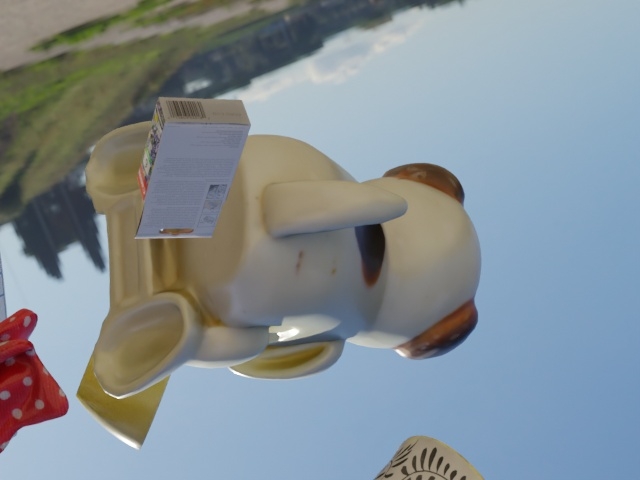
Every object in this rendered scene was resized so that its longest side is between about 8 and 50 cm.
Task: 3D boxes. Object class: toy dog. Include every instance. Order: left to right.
[{"bbox_3d":[0.000,0.000,1.356,0.408,0.284,0.395,9,150,-44],"label":"toy dog"}]

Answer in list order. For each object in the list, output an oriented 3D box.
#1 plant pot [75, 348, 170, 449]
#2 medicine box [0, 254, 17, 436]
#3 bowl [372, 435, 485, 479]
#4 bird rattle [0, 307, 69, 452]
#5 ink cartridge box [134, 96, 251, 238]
[{"bbox_3d":[-0.237,0.172,1.494,0.095,0.134,0.134,22,-172,-6],"label":"plant pot"},{"bbox_3d":[-0.503,0.149,1.605,0.149,0.289,0.263,-5,-176,-1],"label":"medicine box"},{"bbox_3d":[0.067,0.227,0.852,0.080,0.170,0.170,-20,-171,-26],"label":"bowl"},{"bbox_3d":[-0.303,0.067,0.853,0.207,0.143,0.253,-20,146,-8],"label":"bird rattle"},{"bbox_3d":[-0.095,-0.050,0.885,0.063,0.029,0.115,-1,138,-24],"label":"ink cartridge box"}]
